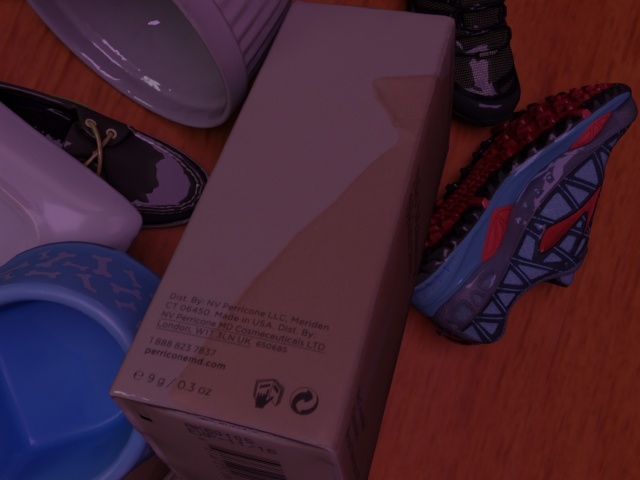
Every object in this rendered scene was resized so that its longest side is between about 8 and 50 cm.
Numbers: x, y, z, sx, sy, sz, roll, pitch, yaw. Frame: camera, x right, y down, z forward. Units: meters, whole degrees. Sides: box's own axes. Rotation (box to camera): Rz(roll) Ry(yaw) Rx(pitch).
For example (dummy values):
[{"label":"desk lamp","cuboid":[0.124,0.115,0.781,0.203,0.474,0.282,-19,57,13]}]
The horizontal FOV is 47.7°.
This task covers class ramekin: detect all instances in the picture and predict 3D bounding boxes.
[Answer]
[{"label":"ramekin","cuboid":[-0.118,-0.191,0.522,0.207,0.207,0.109,36,71,-2]}]

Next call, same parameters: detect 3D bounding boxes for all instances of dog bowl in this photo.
[{"label":"dog bowl","cuboid":[-0.228,0.107,0.458,0.297,0.074,0.166,-17,97,1]}]

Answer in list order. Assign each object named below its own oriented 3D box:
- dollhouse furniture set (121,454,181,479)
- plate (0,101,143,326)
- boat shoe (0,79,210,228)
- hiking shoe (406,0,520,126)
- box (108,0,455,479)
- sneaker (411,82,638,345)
[{"label":"dollhouse furniture set","cuboid":[-0.073,0.196,0.553,0.182,0.101,0.161,-51,124,-23]},{"label":"plate","cuboid":[-0.315,0.005,0.505,0.277,0.045,0.278,39,96,-5]},{"label":"boat shoe","cuboid":[-0.195,-0.066,0.558,0.227,0.068,0.081,17,81,-6]},{"label":"hiking shoe","cuboid":[0.114,-0.207,0.596,0.086,0.114,0.227,-18,86,-9]},{"label":"box","cuboid":[0.000,0.000,0.473,0.121,0.148,0.311,10,58,14]},{"label":"sneaker","cuboid":[0.175,-0.022,0.606,0.262,0.104,0.125,-44,110,-9]}]
